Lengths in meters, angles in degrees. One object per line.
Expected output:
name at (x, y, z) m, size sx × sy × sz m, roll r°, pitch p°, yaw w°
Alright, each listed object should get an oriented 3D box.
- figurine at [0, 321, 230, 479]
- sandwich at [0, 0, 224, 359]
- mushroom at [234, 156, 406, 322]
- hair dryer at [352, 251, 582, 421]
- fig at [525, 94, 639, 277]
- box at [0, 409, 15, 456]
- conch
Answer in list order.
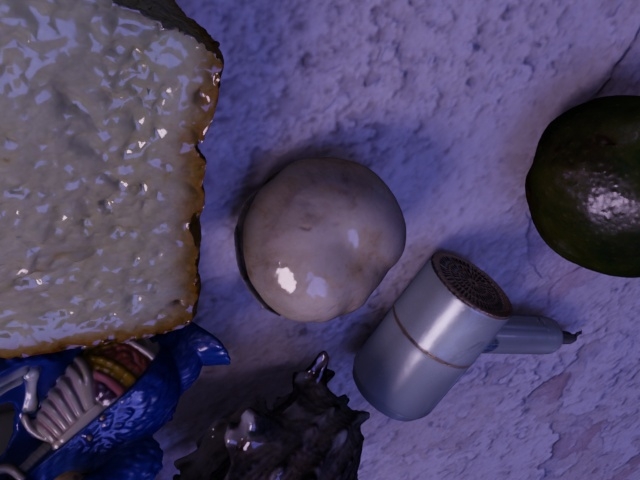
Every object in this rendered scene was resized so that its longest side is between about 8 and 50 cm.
figurine at (-0.204, 0.144, 0.729) m, size 0.262 × 0.120 × 0.164 m, roll -33°, pitch 99°, yaw -33°
sandwich at (-0.208, -0.063, 0.572) m, size 0.262 × 0.131 × 0.325 m, roll -9°, pitch 134°, yaw -21°
mushroom at (0.000, 0.000, 0.760) m, size 0.154 × 0.122 × 0.154 m, roll 0°, pitch 90°, yaw -21°
hair dryer at (0.209, 0.122, 1.007) m, size 0.357 × 0.107 × 0.173 m, roll 9°, pitch 126°, yaw -42°
fig at (0.318, -0.042, 0.810) m, size 0.195 × 0.245 × 0.195 m, roll -15°, pitch 120°, yaw -28°
box at (-0.331, 0.320, 0.690) m, size 0.343 × 0.352 × 0.177 m, roll -8°, pitch 131°, yaw -27°
conch at (-0.067, 0.241, 0.854) m, size 0.240 × 0.313 × 0.186 m, roll -29°, pitch 107°, yaw 28°
